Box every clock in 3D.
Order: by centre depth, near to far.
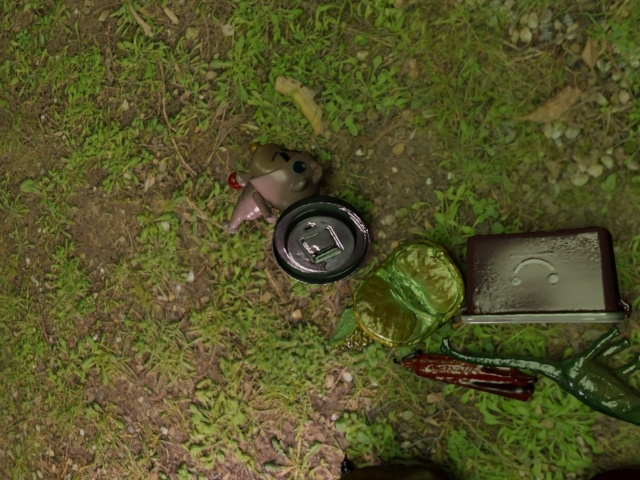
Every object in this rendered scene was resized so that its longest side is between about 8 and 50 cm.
[{"bbox_3d":[0.000,0.000,1.406,0.215,0.042,0.215,-1,123,-2],"label":"clock"}]

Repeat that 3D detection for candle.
[{"bbox_3d":[0.293,0.273,1.326,0.301,0.059,0.084,2,78,27],"label":"candle"}]

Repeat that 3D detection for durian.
[{"bbox_3d":[0.084,0.174,1.425,0.100,0.086,0.215,44,113,34],"label":"durian"}]

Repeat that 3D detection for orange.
[{"bbox_3d":[0.187,0.111,1.314,0.237,0.158,0.179,-44,74,9],"label":"orange"}]

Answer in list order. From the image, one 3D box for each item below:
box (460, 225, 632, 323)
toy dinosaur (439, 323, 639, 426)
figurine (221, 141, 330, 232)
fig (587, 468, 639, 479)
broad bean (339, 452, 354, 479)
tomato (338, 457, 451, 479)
[{"bbox_3d":[0.411,0.069,1.188,0.294,0.193,0.167,-4,82,27],"label":"box"},{"bbox_3d":[0.469,0.295,1.202,0.301,0.087,0.447,-39,81,15],"label":"toy dinosaur"},{"bbox_3d":[-0.127,-0.130,1.472,0.287,0.176,0.186,-18,110,41],"label":"figurine"},{"bbox_3d":[0.544,0.521,1.122,0.263,0.224,0.224,-11,87,34],"label":"fig"},{"bbox_3d":[0.074,0.660,1.459,0.077,0.061,0.339,-12,87,16],"label":"broad bean"},{"bbox_3d":[0.168,0.587,1.309,0.303,0.239,0.303,7,107,24],"label":"tomato"}]
